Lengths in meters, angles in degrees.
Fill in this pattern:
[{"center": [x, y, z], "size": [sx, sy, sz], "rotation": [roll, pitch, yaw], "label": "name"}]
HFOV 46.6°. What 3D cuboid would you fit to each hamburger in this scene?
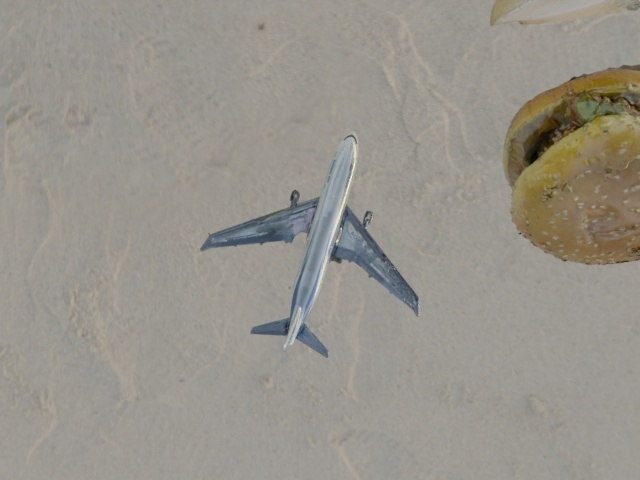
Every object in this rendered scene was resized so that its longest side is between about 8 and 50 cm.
[{"center": [0.252, -0.053, 0.670], "size": [0.182, 0.118, 0.191], "rotation": [30, 139, -20], "label": "hamburger"}]

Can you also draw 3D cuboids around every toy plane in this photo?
[{"center": [0.000, 0.002, 0.731], "size": [0.226, 0.058, 0.226], "rotation": [16, 77, 5], "label": "toy plane"}]

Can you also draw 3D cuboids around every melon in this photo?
[{"center": [0.196, -0.220, 0.575], "size": [0.139, 0.093, 0.202], "rotation": [26, 56, -21], "label": "melon"}]
